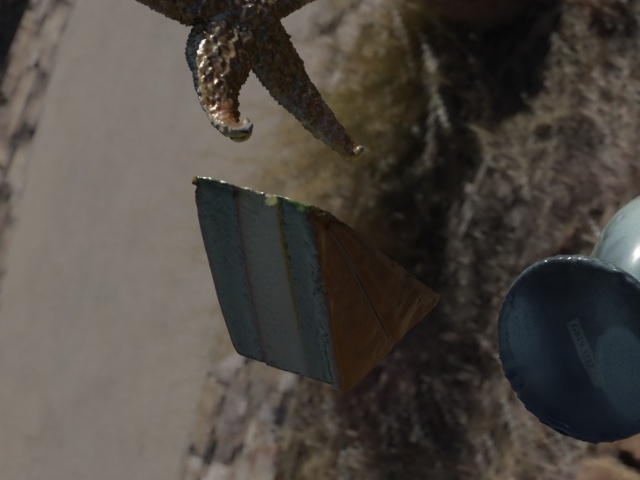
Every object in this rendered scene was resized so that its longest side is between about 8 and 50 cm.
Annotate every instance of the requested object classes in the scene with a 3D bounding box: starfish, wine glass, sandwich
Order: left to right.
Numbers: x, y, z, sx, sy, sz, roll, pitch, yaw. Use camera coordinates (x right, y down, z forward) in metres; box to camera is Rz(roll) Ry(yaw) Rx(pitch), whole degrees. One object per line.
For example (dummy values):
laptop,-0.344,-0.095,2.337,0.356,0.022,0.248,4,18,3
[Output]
starfish,-0.048,-0.160,1.313,0.048,0.295,0.231,-33,75,40
sandwich,0.000,0.000,1.264,0.117,0.187,0.144,15,44,29
wine glass,0.172,0.021,0.819,0.093,0.202,0.093,14,115,33
